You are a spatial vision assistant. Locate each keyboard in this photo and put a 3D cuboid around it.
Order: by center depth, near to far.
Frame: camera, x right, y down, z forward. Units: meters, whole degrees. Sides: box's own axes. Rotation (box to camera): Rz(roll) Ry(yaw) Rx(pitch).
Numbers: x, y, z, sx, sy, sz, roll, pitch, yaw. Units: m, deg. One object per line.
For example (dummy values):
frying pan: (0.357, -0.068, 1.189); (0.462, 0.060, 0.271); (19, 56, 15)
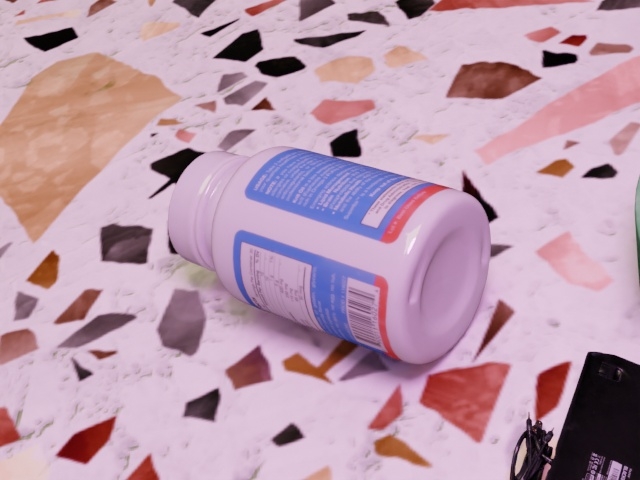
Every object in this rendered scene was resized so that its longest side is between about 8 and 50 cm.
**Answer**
keyboard: (0.157, 0.150, 0.696); (0.100, 0.038, 0.192); (23, 51, 9)

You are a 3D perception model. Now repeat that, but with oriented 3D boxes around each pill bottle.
pill bottle: (0.000, 0.000, 0.835); (0.221, 0.124, 0.124); (19, 53, 34)

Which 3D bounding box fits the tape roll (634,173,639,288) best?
tape roll: (0.370, -0.005, 0.744); (0.321, 0.077, 0.321); (-11, 41, 10)
